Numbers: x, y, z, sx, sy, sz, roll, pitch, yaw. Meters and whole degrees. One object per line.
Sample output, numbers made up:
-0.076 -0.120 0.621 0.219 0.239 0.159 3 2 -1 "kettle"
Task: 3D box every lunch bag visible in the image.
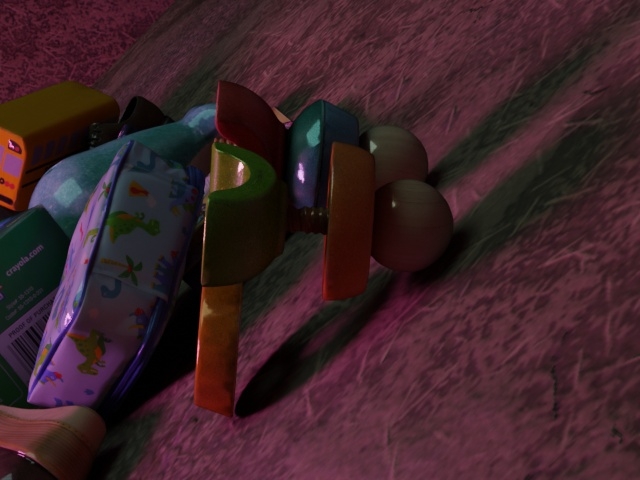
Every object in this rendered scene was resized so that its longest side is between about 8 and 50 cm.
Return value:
-0.176 0.038 1.321 0.176 0.090 0.219 -53 20 43 "lunch bag"

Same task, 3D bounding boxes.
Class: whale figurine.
-0.201 -0.064 1.655 0.272 0.141 0.216 -47 15 -9 "whale figurine"

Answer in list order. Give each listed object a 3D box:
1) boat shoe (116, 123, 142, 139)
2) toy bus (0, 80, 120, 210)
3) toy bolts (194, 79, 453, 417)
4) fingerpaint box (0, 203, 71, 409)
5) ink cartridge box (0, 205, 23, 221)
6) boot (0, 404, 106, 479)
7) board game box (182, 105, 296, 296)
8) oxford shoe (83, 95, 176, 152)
-0.305 -0.044 1.976 0.258 0.089 0.109 -46 15 -1 "boat shoe"
-0.374 -0.133 2.138 0.332 0.108 0.130 -38 -31 -65 "toy bus"
0.000 0.000 1.077 0.228 0.158 0.218 -91 6 -56 "toy bolts"
-0.445 0.169 1.530 0.445 0.163 0.371 -42 12 -22 "fingerpaint box"
-0.518 -0.049 2.131 0.130 0.309 0.272 -39 16 22 "ink cartridge box"
-0.290 0.226 1.235 0.248 0.090 0.207 -22 26 48 "boot"
-0.066 -0.037 1.418 0.165 0.042 0.243 -46 15 2 "board game box"
-0.294 -0.104 2.095 0.083 0.096 0.227 -18 32 56 "oxford shoe"
